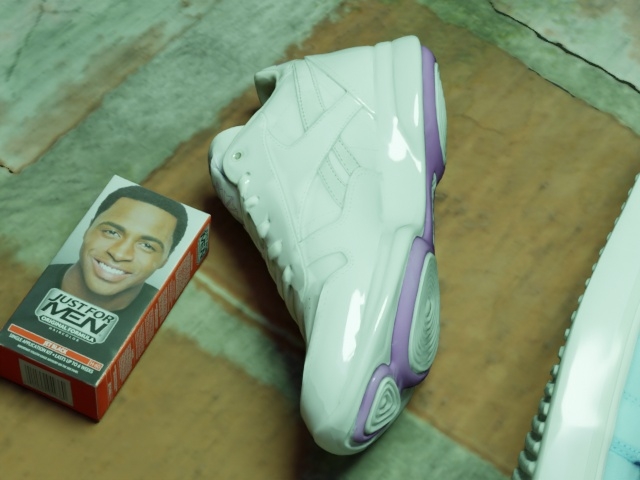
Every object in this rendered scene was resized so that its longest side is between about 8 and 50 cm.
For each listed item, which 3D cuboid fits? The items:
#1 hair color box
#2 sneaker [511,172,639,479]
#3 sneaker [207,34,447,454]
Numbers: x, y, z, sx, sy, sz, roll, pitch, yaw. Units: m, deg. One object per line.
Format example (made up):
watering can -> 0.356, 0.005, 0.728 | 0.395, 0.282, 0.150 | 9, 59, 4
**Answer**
hair color box -> -0.130, 0.032, 0.841 | 0.072, 0.043, 0.141 | 22, 54, 10
sneaker -> 0.220, 0.066, 0.803 | 0.150, 0.135, 0.366 | 22, 56, 13
sneaker -> 0.000, 0.000, 0.857 | 0.152, 0.114, 0.305 | -1, 49, 9
